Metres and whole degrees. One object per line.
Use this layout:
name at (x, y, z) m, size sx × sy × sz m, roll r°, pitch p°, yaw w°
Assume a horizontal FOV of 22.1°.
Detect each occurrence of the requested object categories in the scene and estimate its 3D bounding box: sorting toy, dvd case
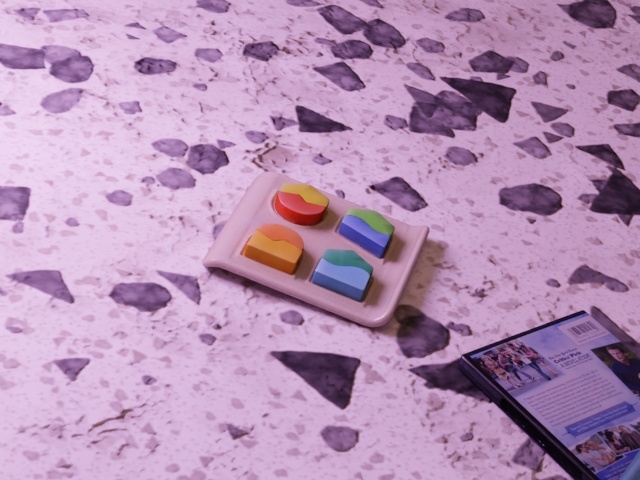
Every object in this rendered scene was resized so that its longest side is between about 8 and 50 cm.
sorting toy at (0.000, 0.000, 1.752) m, size 0.208 × 0.038 × 0.193 m, roll 18°, pitch 36°, yaw 7°
dvd case at (0.281, 0.171, 1.620) m, size 0.180 × 0.022 × 0.253 m, roll -17°, pitch 45°, yaw -34°

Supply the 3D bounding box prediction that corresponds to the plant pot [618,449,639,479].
plant pot at (0.390, 0.173, 1.441) m, size 0.165 × 0.234 × 0.165 m, roll 34°, pitch 44°, yaw 14°
